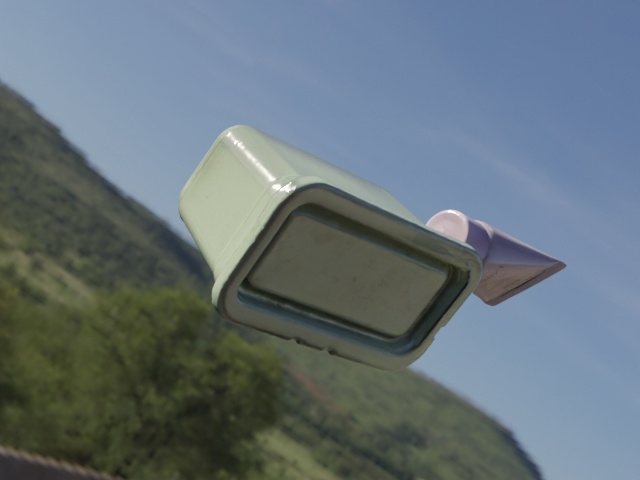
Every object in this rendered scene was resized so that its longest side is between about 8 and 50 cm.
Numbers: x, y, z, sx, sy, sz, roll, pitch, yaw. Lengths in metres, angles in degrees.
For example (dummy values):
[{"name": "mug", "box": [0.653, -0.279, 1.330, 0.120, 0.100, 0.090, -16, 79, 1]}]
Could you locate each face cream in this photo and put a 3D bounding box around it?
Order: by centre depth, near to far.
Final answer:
[{"name": "face cream", "box": [0.269, 0.035, 2.347, 0.274, 0.154, 0.096, 27, 38, -48]}]

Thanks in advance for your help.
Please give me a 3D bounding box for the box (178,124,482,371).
[{"name": "box", "box": [0.000, 0.000, 1.568, 0.312, 0.175, 0.182, 22, 20, -42]}]
